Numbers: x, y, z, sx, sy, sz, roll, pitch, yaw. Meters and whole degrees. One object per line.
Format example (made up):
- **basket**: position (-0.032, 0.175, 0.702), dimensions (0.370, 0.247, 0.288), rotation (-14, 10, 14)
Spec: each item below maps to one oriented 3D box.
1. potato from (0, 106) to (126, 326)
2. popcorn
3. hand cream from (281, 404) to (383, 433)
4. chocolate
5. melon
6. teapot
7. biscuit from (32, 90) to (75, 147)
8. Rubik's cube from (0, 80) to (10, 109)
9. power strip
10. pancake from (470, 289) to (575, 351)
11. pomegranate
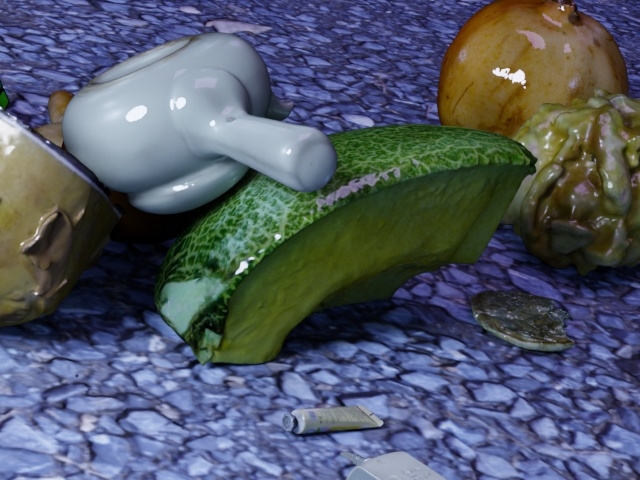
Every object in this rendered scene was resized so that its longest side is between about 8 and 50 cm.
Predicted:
- **potato**: position (-0.325, -0.021, 1.528), dimensions (0.246, 0.196, 0.300), rotation (37, -5, 3)
- **popcorn**: position (0.335, -0.075, 2.005), dimensions (0.259, 0.212, 0.259), rotation (10, 15, -3)
- **hand cream**: position (0.010, 0.161, 1.483), dimensions (0.102, 0.022, 0.035), rotation (1, 24, -41)
- **chocolate**: position (-0.188, -0.062, 1.736), dimensions (0.176, 0.177, 0.177), rotation (11, 22, -5)
- **melon**: position (0.000, 0.000, 1.636), dimensions (0.331, 0.226, 0.343), rotation (-2, 1, 42)
- **teapot**: position (-0.123, -0.098, 1.525), dimensions (0.220, 0.149, 0.318), rotation (-26, 16, -2)
- **biscuit**: position (-0.281, -0.120, 1.958), dimensions (0.164, 0.047, 0.208), rotation (13, 23, 9)
- **Rubik's cube**: position (-0.423, -0.159, 1.881), dimensions (0.133, 0.133, 0.112), rotation (1, 48, -28)
- **power strip**: position (0.108, 0.231, 1.357), dimensions (0.252, 0.027, 0.060), rotation (30, 27, 36)
- **pancake**: position (0.218, 0.083, 1.786), dimensions (0.116, 0.023, 0.129), rotation (12, 22, 2)
- **pomegranate**: position (0.290, -0.209, 2.230), dimensions (0.264, 0.264, 0.264), rotation (11, 22, -5)
